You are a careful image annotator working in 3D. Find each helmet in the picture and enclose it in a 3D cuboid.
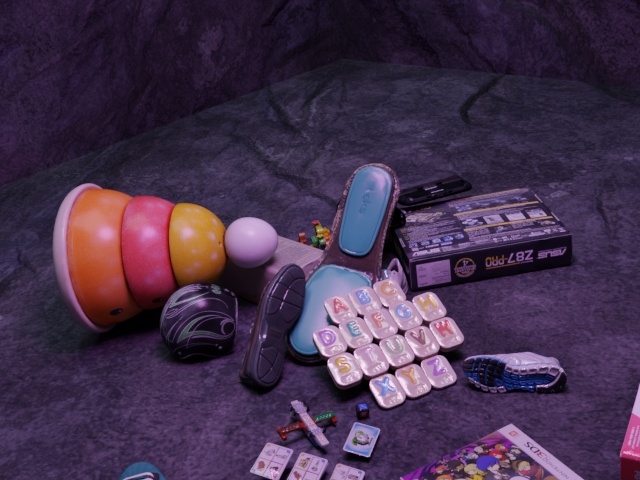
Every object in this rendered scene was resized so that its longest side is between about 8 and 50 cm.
[{"bbox_3d":[-0.271,0.176,1.788,0.161,0.169,0.169,4,22,-15],"label":"helmet"}]

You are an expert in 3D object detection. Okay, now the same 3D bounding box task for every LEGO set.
[{"bbox_3d":[0.004,0.367,1.445,0.182,0.060,0.244,13,32,14],"label":"LEGO set"}]

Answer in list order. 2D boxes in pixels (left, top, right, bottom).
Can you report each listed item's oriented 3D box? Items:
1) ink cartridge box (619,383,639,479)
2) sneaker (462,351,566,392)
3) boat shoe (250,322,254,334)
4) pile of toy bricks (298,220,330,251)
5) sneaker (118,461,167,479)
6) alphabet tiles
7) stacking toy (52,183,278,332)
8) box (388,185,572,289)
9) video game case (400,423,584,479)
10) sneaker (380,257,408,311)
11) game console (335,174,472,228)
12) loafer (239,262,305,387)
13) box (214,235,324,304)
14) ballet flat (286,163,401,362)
[{"bbox_3d":[0.596,0.324,1.239,0.237,0.100,0.172,7,37,29],"label":"ink cartridge box"},{"bbox_3d":[0.367,0.244,1.549,0.190,0.071,0.083,5,21,9],"label":"sneaker"},{"bbox_3d":[-0.136,0.209,1.802,0.046,0.038,0.125,30,26,-17],"label":"boat shoe"},{"bbox_3d":[0.000,0.000,2.117,0.118,0.105,0.212,-13,25,-9],"label":"pile of toy bricks"},{"bbox_3d":[-0.283,0.432,1.282,0.108,0.121,0.302,-13,25,-10],"label":"sneaker"},{"bbox_3d":[0.136,0.197,1.627,0.284,0.021,0.278,-17,52,-17],"label":"alphabet tiles"},{"bbox_3d":[-0.335,0.021,1.874,0.479,0.351,0.351,-6,25,11],"label":"stacking toy"},{"bbox_3d":[0.384,-0.014,2.040,0.394,0.097,0.318,-10,27,-3],"label":"box"},{"bbox_3d":[0.277,0.396,1.275,0.232,0.042,0.210,-19,26,-21],"label":"video game case"},{"bbox_3d":[0.149,0.114,1.844,0.080,0.094,0.212,0,27,15],"label":"sneaker"},{"bbox_3d":[0.227,-0.102,2.132,0.361,0.044,0.213,-15,26,-11],"label":"game console"},{"bbox_3d":[-0.109,0.171,1.687,0.084,0.096,0.268,-9,57,46],"label":"loafer"},{"bbox_3d":[-0.126,0.071,1.988,0.148,0.121,0.311,-29,32,-35],"label":"box"},{"bbox_3d":[0.069,0.064,1.820,0.164,0.182,0.483,17,73,15],"label":"ballet flat"}]
